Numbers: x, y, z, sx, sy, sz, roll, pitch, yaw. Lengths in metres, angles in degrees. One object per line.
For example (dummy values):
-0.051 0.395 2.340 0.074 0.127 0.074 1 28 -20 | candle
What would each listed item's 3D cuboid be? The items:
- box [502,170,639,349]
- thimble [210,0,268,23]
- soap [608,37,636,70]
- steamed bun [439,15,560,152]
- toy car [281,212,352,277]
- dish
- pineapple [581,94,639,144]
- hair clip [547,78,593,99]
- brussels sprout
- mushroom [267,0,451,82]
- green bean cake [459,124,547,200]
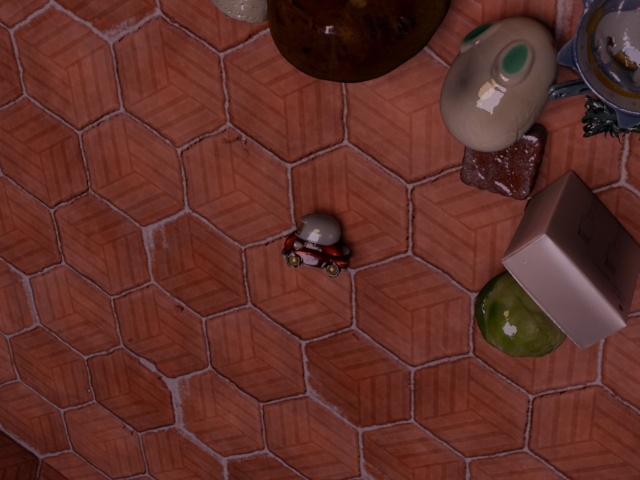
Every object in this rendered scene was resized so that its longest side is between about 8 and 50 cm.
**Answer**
0.428 0.028 1.573 0.203 0.251 0.106 48 128 -6 | box
-0.133 -0.449 1.662 0.115 0.102 0.090 22 126 4 | thimble
0.527 -0.398 1.360 0.204 0.096 0.324 8 122 22 | soap
0.279 -0.257 1.513 0.228 0.131 0.177 -55 47 24 | steamed bun
0.000 0.000 1.879 0.139 0.112 0.112 17 110 5 | toy car
0.462 -0.286 1.345 0.228 0.086 0.236 -13 113 33 | dish
0.528 -0.182 1.500 0.221 0.103 0.083 17 103 14 | pineapple
0.492 -0.232 1.452 0.275 0.083 0.048 4 157 8 | hair clip
0.370 0.148 1.754 0.183 0.145 0.131 58 153 -8 | brussels sprout
0.052 -0.432 1.539 0.345 0.259 0.345 8 147 5 | mushroom
0.320 -0.150 1.644 0.136 0.056 0.135 18 126 17 | green bean cake
